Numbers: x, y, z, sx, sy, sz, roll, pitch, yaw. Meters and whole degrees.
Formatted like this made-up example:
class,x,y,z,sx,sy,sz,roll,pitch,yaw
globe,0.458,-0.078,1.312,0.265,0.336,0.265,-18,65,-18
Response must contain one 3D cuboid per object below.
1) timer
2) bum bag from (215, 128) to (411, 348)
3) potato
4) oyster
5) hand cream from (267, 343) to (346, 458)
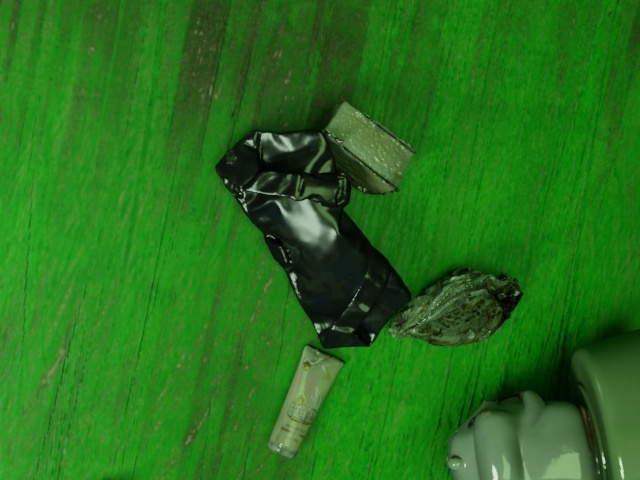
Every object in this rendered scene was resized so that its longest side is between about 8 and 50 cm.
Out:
class,x,y,z,sx,sy,sz,roll,pitch,yaw
timer,0.319,0.265,1.110,0.315,0.291,0.290,-7,102,6
bum bag,0.000,0.000,1.041,0.137,0.074,0.310,-23,112,18
potato,0.047,-0.111,1.043,0.122,0.086,0.061,36,74,-16
oyster,0.182,0.088,1.126,0.177,0.064,0.125,4,113,-27
hand cream,-0.020,0.208,1.100,0.061,0.039,0.143,25,87,-16
